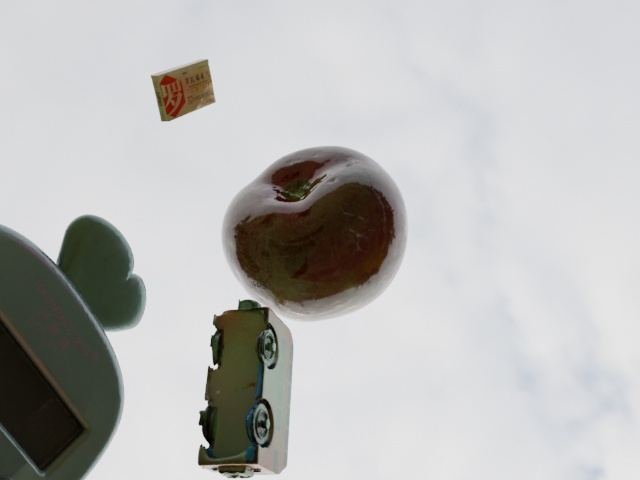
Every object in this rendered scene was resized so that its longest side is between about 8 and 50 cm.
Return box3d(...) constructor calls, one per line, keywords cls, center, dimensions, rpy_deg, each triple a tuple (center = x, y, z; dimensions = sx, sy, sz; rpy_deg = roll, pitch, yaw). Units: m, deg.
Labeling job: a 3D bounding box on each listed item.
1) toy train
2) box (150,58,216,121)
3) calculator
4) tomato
box3d(cls="toy train", center=(-0.073, 0.156, 0.756), dimensions=(0.072, 0.099, 0.188), rpy_deg=(-8, -120, 20))
box3d(cls="box", center=(-0.170, -0.189, 0.902), dimensions=(0.015, 0.093, 0.058), rpy_deg=(7, -62, 33))
box3d(cls="calculator", center=(-0.211, 0.096, 0.399), dimensions=(0.299, 0.041, 0.186), rpy_deg=(-49, -58, -38))
box3d(cls="tomato", center=(0.000, 0.000, 1.041), dimensions=(0.270, 0.270, 0.223), rpy_deg=(-22, -54, 2))
